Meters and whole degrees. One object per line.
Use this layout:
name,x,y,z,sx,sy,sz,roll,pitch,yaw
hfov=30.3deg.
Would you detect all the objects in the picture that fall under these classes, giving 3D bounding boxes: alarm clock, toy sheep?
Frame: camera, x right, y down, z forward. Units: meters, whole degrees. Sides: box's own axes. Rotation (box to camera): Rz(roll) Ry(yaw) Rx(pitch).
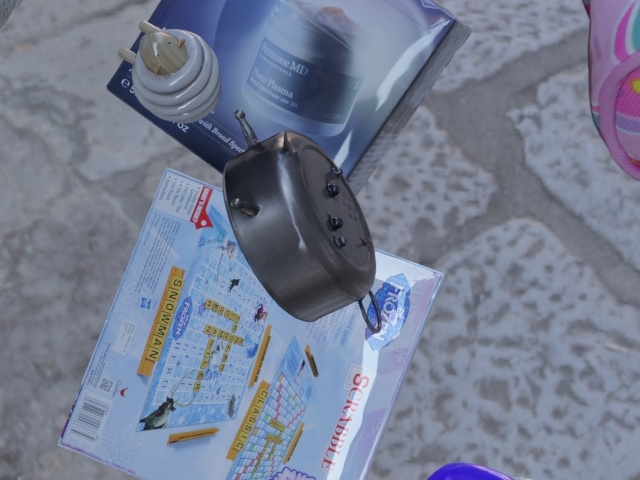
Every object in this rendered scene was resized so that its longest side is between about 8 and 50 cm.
alarm clock,0.000,0.000,0.838,0.064,0.192,0.129,-24,38,17
toy sheep,-0.134,-0.152,1.097,0.091,0.132,0.091,-5,69,14

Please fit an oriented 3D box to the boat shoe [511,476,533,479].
boat shoe,0.247,0.432,1.335,0.112,0.335,0.095,2,24,36

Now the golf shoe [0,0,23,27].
golf shoe,-0.439,-0.236,1.198,0.306,0.115,0.140,4,28,17

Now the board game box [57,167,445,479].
board game box,-0.072,0.126,1.253,0.318,0.066,0.318,22,90,8

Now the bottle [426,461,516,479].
bottle,0.160,0.292,0.975,0.118,0.283,0.092,21,62,38

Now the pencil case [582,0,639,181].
pencil case,0.131,-0.158,0.379,0.124,0.124,0.284,0,69,0

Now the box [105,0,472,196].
box,-0.033,-0.211,1.370,0.296,0.183,0.294,36,100,8
